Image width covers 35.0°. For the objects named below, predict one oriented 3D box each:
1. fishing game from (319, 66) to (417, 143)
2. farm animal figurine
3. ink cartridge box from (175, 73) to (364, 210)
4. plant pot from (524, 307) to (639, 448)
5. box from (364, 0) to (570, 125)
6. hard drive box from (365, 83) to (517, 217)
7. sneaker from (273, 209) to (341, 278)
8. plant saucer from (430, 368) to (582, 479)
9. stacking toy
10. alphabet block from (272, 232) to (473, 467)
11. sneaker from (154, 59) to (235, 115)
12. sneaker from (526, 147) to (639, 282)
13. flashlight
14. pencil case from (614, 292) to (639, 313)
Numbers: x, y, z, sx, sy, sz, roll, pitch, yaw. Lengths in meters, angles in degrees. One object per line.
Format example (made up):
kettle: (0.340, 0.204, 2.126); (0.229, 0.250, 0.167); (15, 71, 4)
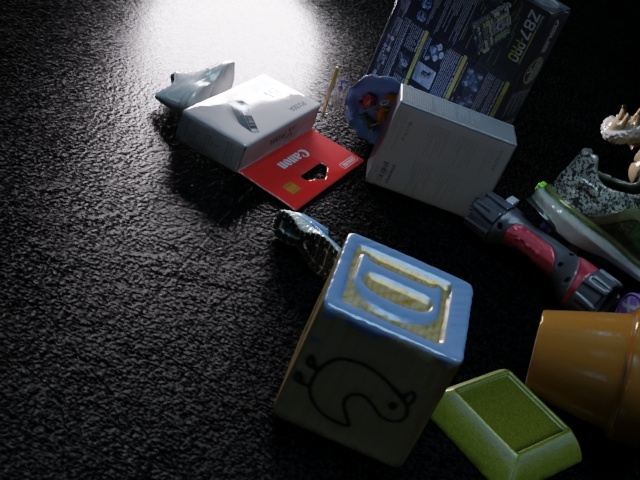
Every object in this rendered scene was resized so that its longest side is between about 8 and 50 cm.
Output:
fishing game: (0.130, -0.239, 1.973); (0.264, 0.189, 0.041); (27, 52, -1)
farm animal figurine: (0.848, -0.170, 2.366); (0.327, 0.172, 0.330); (-7, 49, -22)
ink cartridge box: (-0.077, -0.190, 1.863); (0.261, 0.066, 0.296); (31, 32, 13)
plant pot: (0.410, 0.187, 1.513); (0.188, 0.205, 0.205); (13, 29, 14)
box: (0.269, -0.363, 2.035); (0.318, 0.394, 0.097); (39, 36, 24)
hard drive box: (0.224, -0.163, 1.911); (0.232, 0.181, 0.089); (21, 31, -6)
sneaker: (0.000, 0.000, 1.631); (0.073, 0.063, 0.162); (-10, 45, -47)
plant saucer: (0.263, 0.255, 1.435); (0.188, 0.045, 0.188); (-10, 45, -43)
stacking toy: (0.462, -0.036, 2.007); (0.167, 0.052, 0.221); (38, 32, 20)
alphabet block: (0.071, 0.142, 1.335); (0.192, 0.197, 0.193); (24, 31, 2)
sneaker: (-0.235, -0.300, 1.923); (0.094, 0.080, 0.212); (19, 31, 15)
sneaker: (0.593, -0.036, 1.867); (0.410, 0.182, 0.158); (25, 24, -16)
flashlight: (0.389, 0.031, 1.816); (0.304, 0.103, 0.103); (39, 9, 29)
pencil case: (0.619, 0.148, 1.790); (0.206, 0.086, 0.088); (10, 21, -21)
